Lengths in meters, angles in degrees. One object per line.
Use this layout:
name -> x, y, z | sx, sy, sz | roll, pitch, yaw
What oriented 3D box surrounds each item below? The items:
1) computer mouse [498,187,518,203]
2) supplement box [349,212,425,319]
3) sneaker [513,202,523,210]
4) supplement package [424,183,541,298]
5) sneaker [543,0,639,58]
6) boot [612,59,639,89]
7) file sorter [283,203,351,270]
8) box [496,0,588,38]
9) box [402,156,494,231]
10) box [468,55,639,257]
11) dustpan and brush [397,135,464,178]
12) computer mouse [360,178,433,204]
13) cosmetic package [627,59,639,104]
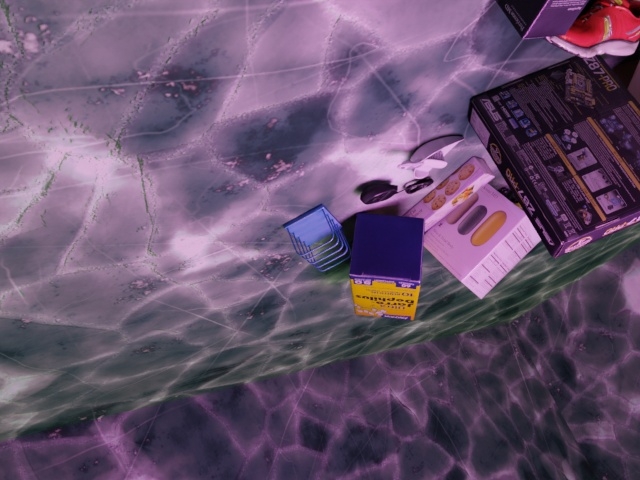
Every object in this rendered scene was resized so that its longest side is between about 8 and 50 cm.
computer mouse -> 0.651, -0.152, 1.814 | 0.192, 0.042, 0.106 | -12, 149, -11
supplement box -> 0.198, 0.088, 1.646 | 0.194, 0.195, 0.357 | 5, 157, 9
sneaker -> 0.664, -0.062, 1.738 | 0.109, 0.124, 0.295 | -4, 179, -19
supplement package -> 0.483, -0.004, 1.669 | 0.263, 0.199, 0.198 | -47, 142, 8
sneaker -> 0.546, -0.440, 1.105 | 0.278, 0.107, 0.118 | -13, 135, -27
boot -> 0.841, -0.385, 1.372 | 0.220, 0.109, 0.283 | 23, 119, -32
file sorter -> 0.000, 0.000, 1.485 | 0.118, 0.105, 0.170 | -28, 155, 10
box -> 0.348, -0.428, 0.855 | 0.093, 0.156, 0.158 | -13, 154, -19
box -> 0.353, -0.115, 1.601 | 0.063, 0.067, 0.324 | 3, 146, -43
box -> 0.556, -0.200, 1.208 | 0.318, 0.395, 0.097 | -24, 156, -1
dustpan and brush -> 0.255, -0.196, 1.358 | 0.211, 0.060, 0.147 | -2, 149, -38
computer mouse -> 0.202, -0.141, 1.463 | 0.242, 0.041, 0.071 | -15, 164, -33
cosmetic package -> 0.802, -0.382, 1.219 | 0.160, 0.113, 0.310 | -1, 125, -16
